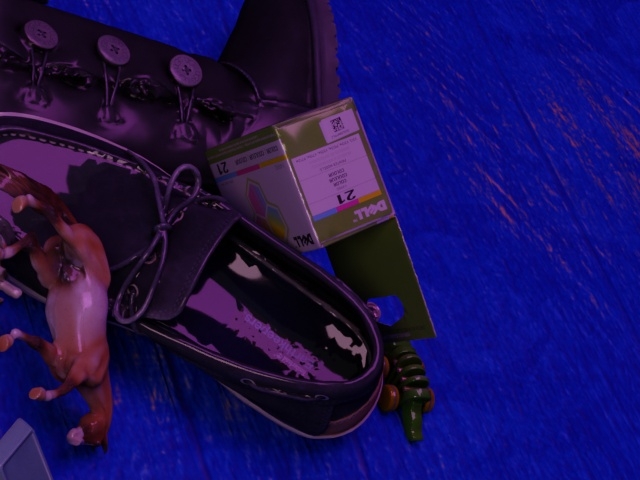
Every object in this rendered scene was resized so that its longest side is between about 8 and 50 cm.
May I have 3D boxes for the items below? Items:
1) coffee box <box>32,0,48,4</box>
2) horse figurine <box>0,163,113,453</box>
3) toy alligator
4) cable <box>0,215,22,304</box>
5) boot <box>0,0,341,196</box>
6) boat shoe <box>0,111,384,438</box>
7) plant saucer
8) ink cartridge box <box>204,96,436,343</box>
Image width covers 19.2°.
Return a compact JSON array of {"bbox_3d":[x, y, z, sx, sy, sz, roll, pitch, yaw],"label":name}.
[{"bbox_3d":[-0.365,-0.340,2.165,0.113,0.040,0.184,-1,46,-4],"label":"coffee box"},{"bbox_3d":[-0.237,0.056,1.713,0.174,0.066,0.263,21,57,-65],"label":"horse figurine"},{"bbox_3d":[0.084,0.125,2.006,0.056,0.051,0.189,7,46,-29],"label":"toy alligator"},{"bbox_3d":[-0.400,-0.005,1.749,0.287,0.139,0.072,31,31,-2],"label":"cable"},{"bbox_3d":[-0.205,-0.204,2.098,0.445,0.146,0.367,9,43,-21],"label":"boot"},{"bbox_3d":[-0.146,0.021,1.847,0.500,0.156,0.187,33,68,-3],"label":"boat shoe"},{"bbox_3d":[-0.233,0.245,1.590,0.018,0.192,0.067,0,31,26],"label":"plant saucer"},{"bbox_3d":[0.000,0.000,1.925,0.097,0.189,0.255,-22,93,-25],"label":"ink cartridge box"}]
